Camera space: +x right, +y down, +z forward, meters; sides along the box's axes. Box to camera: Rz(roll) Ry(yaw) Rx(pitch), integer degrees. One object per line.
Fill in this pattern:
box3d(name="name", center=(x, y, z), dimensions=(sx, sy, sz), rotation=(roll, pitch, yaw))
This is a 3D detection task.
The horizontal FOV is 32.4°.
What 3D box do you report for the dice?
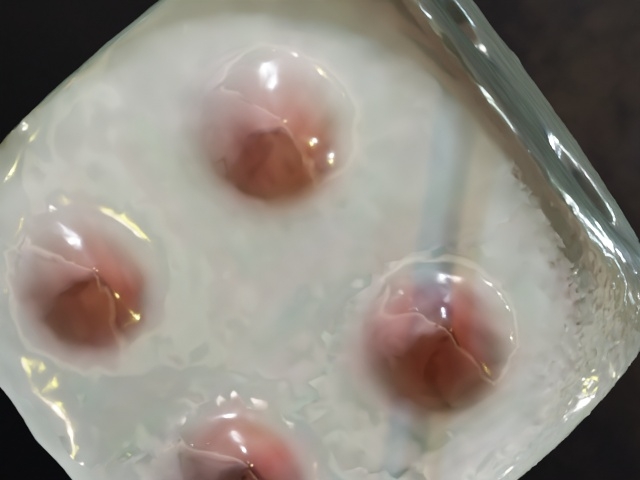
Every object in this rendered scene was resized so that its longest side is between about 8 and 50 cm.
box3d(name="dice", center=(0.000, 0.000, 0.589), dimensions=(0.262, 0.268, 0.264), rotation=(51, -163, -3))
